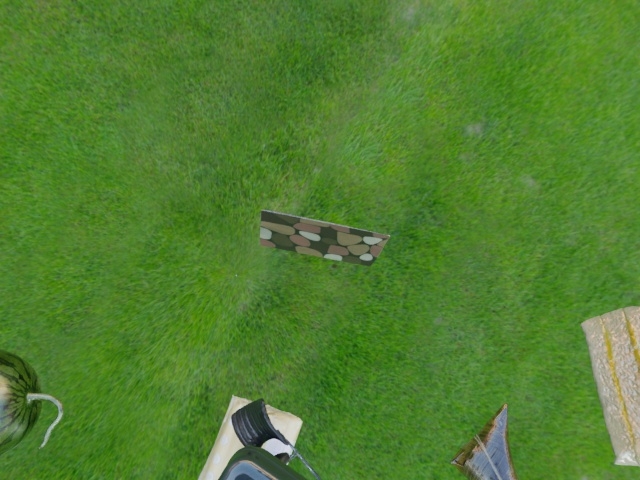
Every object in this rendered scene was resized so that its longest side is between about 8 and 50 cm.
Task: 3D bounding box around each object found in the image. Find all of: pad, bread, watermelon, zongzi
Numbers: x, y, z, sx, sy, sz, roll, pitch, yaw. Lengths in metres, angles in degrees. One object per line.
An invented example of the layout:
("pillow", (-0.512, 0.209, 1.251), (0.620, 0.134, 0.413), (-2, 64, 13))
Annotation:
("pad", (0.000, 0.000, 0.946), (0.235, 0.158, 0.003), (11, 65, -3))
("bread", (0.353, 0.161, 0.565), (0.105, 0.077, 0.152), (58, 36, -8))
("watermelon", (-0.406, 0.202, 0.615), (0.188, 0.141, 0.140), (-6, 87, 0))
("zongzi", (0.409, 0.480, 1.072), (0.184, 0.084, 0.187), (-47, 53, -1))

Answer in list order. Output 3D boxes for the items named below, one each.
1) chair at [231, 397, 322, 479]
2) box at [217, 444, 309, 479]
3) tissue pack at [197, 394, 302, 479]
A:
("chair", (-0.112, 0.419, 0.894), (0.145, 0.140, 0.221), (-25, 81, -48))
("box", (-0.056, 0.296, 0.381), (0.160, 0.050, 0.230), (31, 89, 10))
("tissue pack", (-0.155, 0.477, 1.108), (0.186, 0.090, 0.222), (31, 71, -30))
